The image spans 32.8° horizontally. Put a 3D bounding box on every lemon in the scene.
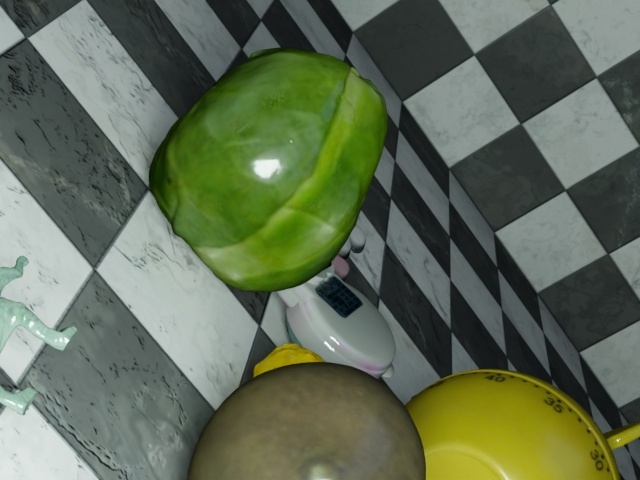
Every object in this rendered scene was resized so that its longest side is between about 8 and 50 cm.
[{"bbox_3d":[-0.032,0.195,1.375,0.114,0.114,0.155,42,19,-40],"label":"lemon"}]

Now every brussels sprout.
[{"bbox_3d":[-0.075,-0.093,1.456,0.276,0.315,0.371,28,-12,-9],"label":"brussels sprout"}]

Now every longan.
[{"bbox_3d":[-0.012,0.248,1.132,0.258,0.258,0.258,49,21,-26],"label":"longan"}]

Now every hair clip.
[{"bbox_3d":[0.006,-0.003,1.863,0.146,0.075,0.257,58,22,-14],"label":"hair clip"}]

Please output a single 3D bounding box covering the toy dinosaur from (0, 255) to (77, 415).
[{"bbox_3d":[-0.272,0.115,0.923,0.129,0.076,0.383,10,35,-23],"label":"toy dinosaur"}]

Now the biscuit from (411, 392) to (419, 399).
[{"bbox_3d":[0.256,0.397,1.896,0.301,0.043,0.278,21,38,-63],"label":"biscuit"}]

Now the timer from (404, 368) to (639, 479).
[{"bbox_3d":[0.253,0.344,1.486,0.387,0.376,0.376,3,57,-61],"label":"timer"}]

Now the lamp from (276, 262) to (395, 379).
[{"bbox_3d":[0.007,0.121,1.600,0.246,0.108,0.179,52,22,6],"label":"lamp"}]
